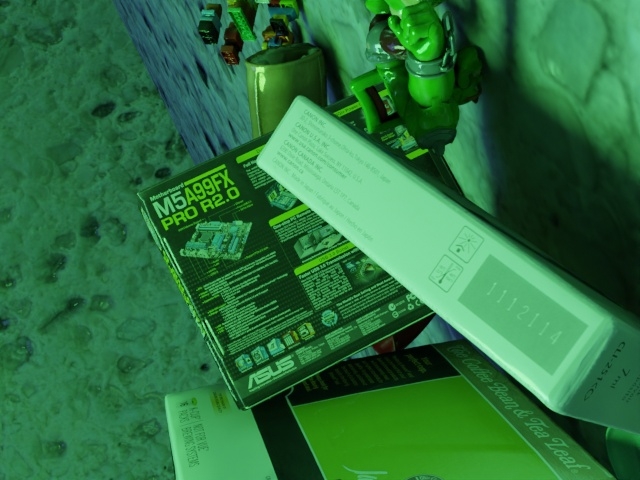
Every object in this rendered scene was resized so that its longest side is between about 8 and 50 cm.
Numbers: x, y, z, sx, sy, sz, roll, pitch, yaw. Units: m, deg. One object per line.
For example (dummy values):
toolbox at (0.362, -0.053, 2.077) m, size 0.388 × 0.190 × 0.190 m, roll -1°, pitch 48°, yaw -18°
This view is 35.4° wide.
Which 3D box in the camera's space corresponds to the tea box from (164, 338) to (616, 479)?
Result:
tea box at (0.045, 0.261, 0.884) m, size 0.329 × 0.324 × 0.220 m, roll -131°, pitch 32°, yaw -72°

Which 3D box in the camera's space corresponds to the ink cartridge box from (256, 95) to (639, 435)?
ink cartridge box at (0.129, 0.028, 0.704) m, size 0.261 × 0.066 × 0.296 m, roll 24°, pitch -167°, yaw -48°

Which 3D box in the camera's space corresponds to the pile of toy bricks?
pile of toy bricks at (-0.079, -0.288, 1.141) m, size 0.212 × 0.118 × 0.105 m, roll 63°, pitch -144°, yaw -67°

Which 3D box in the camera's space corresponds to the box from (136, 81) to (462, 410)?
box at (0.000, 0.000, 0.920) m, size 0.216 × 0.270 × 0.060 m, roll 62°, pitch 167°, yaw 7°

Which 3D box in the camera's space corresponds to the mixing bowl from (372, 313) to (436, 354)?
mixing bowl at (0.076, 0.028, 1.084) m, size 0.181 × 0.098 × 0.181 m, roll 59°, pitch 169°, yaw 19°

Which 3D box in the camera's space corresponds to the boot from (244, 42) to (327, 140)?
boot at (-0.008, -0.099, 1.181) m, size 0.236 × 0.089 × 0.269 m, roll -47°, pitch -42°, yaw -61°

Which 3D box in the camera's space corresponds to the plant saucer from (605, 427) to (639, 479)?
plant saucer at (0.264, 0.189, 0.769) m, size 0.119 × 0.021 × 0.119 m, roll 60°, pitch 168°, yaw 22°

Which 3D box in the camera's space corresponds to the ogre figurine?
ogre figurine at (0.066, -0.143, 0.741) m, size 0.197 × 0.097 × 0.118 m, roll 42°, pitch 150°, yaw 54°
